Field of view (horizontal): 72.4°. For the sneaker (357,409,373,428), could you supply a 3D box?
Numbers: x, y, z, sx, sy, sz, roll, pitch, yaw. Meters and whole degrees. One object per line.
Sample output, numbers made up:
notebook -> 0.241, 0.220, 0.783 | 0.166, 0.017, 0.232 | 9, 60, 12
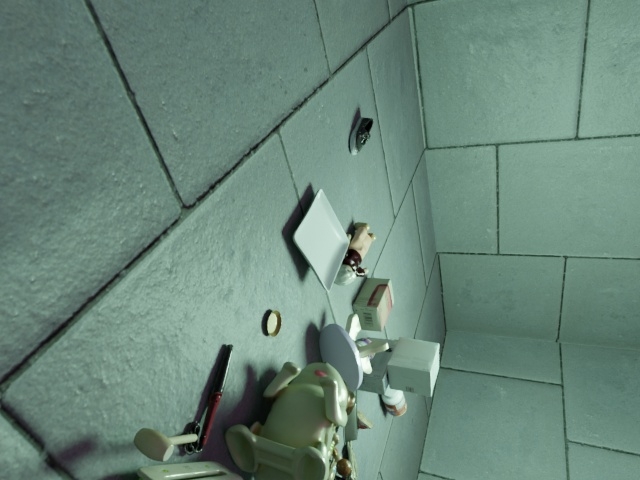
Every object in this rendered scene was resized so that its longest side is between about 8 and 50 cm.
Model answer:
sneaker -> 0.190, 0.859, 2.086 | 0.118, 0.067, 0.042 | 49, 42, -12

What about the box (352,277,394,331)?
box -> 0.259, 0.304, 2.097 | 0.232, 0.126, 0.149 | -52, 136, -51

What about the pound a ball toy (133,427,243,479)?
pound a ball toy -> -0.274, 0.520, 0.913 | 0.208, 0.135, 0.319 | -66, 150, -13

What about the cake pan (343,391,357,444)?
cake pan -> 0.122, 0.680, 1.797 | 0.293, 0.054, 0.294 | -2, 90, -84

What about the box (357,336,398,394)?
box -> 0.264, 0.586, 2.074 | 0.290, 0.169, 0.087 | -48, 133, -55

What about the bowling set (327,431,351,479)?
bowling set -> 0.032, 0.775, 1.567 | 0.154, 0.199, 0.287 | -37, 128, -61

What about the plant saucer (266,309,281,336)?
plant saucer -> -0.148, 0.258, 1.360 | 0.083, 0.015, 0.084 | 1, 90, -64

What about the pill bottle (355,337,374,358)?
pill bottle -> 0.162, 0.497, 1.921 | 0.193, 0.108, 0.108 | 5, 87, -64

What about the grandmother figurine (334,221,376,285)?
grandmother figurine -> 0.145, 0.072, 1.892 | 0.208, 0.104, 0.342 | 50, 43, -15

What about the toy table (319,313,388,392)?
toy table -> 0.119, 0.428, 1.698 | 0.160, 0.252, 0.275 | -25, 114, -47

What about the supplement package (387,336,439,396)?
supplement package -> 0.431, 0.576, 2.006 | 0.203, 0.194, 0.149 | -46, 134, -54

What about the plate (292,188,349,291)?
plate -> 0.000, 0.000, 1.590 | 0.278, 0.045, 0.277 | 59, 37, -32

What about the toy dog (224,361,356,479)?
toy dog -> -0.033, 0.551, 1.318 | 0.408, 0.284, 0.396 | -51, 136, -55

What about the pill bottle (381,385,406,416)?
pill bottle -> 0.408, 0.882, 2.446 | 0.121, 0.121, 0.216 | -65, 146, -40

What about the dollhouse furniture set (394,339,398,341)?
dollhouse furniture set -> 0.460, 0.654, 2.600 | 0.059, 0.076, 0.152 | -67, 146, -38

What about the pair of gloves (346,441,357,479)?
pair of gloves -> 0.136, 1.017, 1.895 | 0.240, 0.042, 0.204 | -86, 164, -73

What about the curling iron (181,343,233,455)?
curling iron -> -0.268, 0.388, 1.087 | 0.068, 0.035, 0.274 | 62, 38, -46

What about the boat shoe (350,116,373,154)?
boat shoe -> 0.194, -0.478, 1.985 | 0.080, 0.076, 0.229 | 65, 35, -43

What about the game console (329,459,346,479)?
game console -> 0.047, 1.027, 1.780 | 0.361, 0.043, 0.213 | 57, 43, -49

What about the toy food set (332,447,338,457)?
toy food set -> 0.063, 0.871, 1.778 | 0.083, 0.020, 0.083 | 56, -1, 39
